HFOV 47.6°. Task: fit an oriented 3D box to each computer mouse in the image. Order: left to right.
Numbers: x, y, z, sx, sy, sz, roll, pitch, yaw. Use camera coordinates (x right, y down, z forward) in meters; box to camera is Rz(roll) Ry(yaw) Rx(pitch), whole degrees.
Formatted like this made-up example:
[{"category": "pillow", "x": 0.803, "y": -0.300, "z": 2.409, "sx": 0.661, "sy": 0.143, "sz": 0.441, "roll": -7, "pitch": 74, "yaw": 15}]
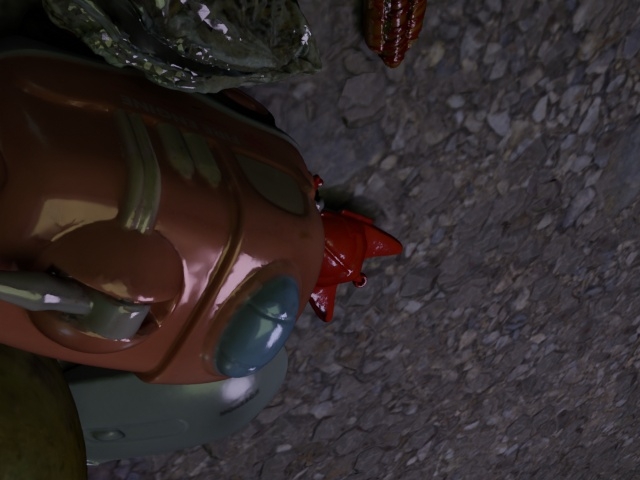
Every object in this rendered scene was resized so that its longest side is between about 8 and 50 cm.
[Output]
[{"category": "computer mouse", "x": -0.138, "y": 0.147, "z": 0.678, "sx": 0.231, "sy": 0.079, "sz": 0.128, "roll": -23, "pitch": 131, "yaw": -12}]

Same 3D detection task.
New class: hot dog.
[{"category": "hot dog", "x": 0.058, "y": -0.200, "z": 0.549, "sx": 0.062, "sy": 0.038, "sz": 0.144, "roll": -19, "pitch": 133, "yaw": -20}]

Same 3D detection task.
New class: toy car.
[{"category": "toy car", "x": -0.113, "y": -0.005, "z": 0.468, "sx": 0.271, "sy": 0.212, "sz": 0.180, "roll": 16, "pitch": 114, "yaw": -41}]

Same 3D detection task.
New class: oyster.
[{"category": "oyster", "x": -0.088, "y": -0.188, "z": 0.427, "sx": 0.198, "sy": 0.112, "sz": 0.267, "roll": -41, "pitch": 132, "yaw": -30}]

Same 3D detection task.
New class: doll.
[{"category": "doll", "x": 0.000, "y": 0.000, "z": 0.659, "sx": 0.109, "sy": 0.057, "sz": 0.169, "roll": -44, "pitch": 137, "yaw": 1}]

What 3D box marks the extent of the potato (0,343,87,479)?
[{"category": "potato", "x": -0.253, "y": 0.226, "z": 0.493, "sx": 0.213, "sy": 0.280, "sz": 0.330, "roll": 32, "pitch": 106, "yaw": -38}]
